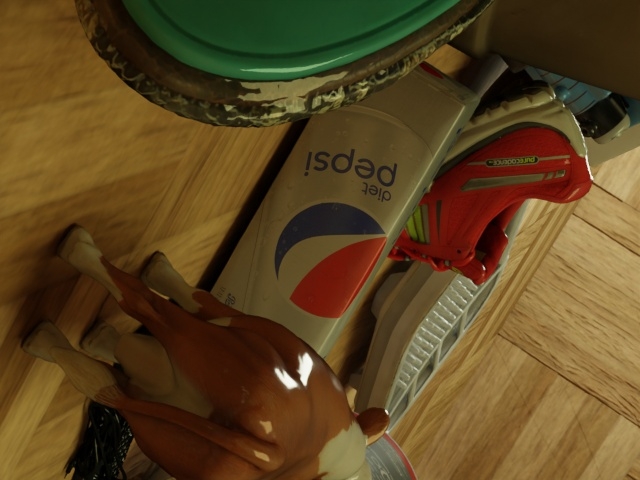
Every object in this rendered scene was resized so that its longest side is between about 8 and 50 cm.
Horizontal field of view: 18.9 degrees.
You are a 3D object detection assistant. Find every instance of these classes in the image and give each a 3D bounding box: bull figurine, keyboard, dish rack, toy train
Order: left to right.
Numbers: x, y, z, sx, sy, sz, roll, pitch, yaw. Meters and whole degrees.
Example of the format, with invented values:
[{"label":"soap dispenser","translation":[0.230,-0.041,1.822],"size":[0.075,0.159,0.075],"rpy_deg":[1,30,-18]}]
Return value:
[{"label":"keyboard","translation":[-0.132,0.131,1.329],"size":[0.100,0.038,0.192],"rpy_deg":[-45,163,-47]},{"label":"bull figurine","translation":[-0.058,0.087,1.121],"size":[0.101,0.188,0.310],"rpy_deg":[-55,169,-4]},{"label":"dish rack","translation":[0.127,0.064,2.176],"size":[0.285,0.072,0.333],"rpy_deg":[-50,168,-26]},{"label":"toy train","translation":[0.219,-0.163,1.654],"size":[0.105,0.184,0.080],"rpy_deg":[-47,-166,-33]}]

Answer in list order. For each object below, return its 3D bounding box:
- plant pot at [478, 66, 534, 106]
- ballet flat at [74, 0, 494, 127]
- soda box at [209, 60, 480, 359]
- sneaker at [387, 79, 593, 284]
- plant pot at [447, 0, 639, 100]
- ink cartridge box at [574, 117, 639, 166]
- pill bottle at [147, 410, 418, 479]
[{"label":"plant pot","translation":[0.174,-0.114,1.805],"size":[0.236,0.032,0.236],"rpy_deg":[-51,-171,11]},{"label":"ballet flat","translation":[0.043,-0.202,0.886],"size":[0.483,0.164,0.182],"rpy_deg":[-53,-171,-27]},{"label":"soda box","translation":[0.000,0.000,1.362],"size":[0.286,0.091,0.098],"rpy_deg":[-59,174,12]},{"label":"sneaker","translation":[0.081,-0.012,1.459],"size":[0.279,0.118,0.107],"rpy_deg":[-30,179,30]},{"label":"plant pot","translation":[0.261,-0.224,1.385],"size":[0.323,0.280,0.323],"rpy_deg":[-53,167,-17]},{"label":"ink cartridge box","translation":[0.322,-0.205,1.898],"size":[0.353,0.119,0.207],"rpy_deg":[-56,-169,-22]},{"label":"pill bottle","translation":[-0.044,0.256,1.615],"size":[0.210,0.210,0.363],"rpy_deg":[-58,169,9]}]
